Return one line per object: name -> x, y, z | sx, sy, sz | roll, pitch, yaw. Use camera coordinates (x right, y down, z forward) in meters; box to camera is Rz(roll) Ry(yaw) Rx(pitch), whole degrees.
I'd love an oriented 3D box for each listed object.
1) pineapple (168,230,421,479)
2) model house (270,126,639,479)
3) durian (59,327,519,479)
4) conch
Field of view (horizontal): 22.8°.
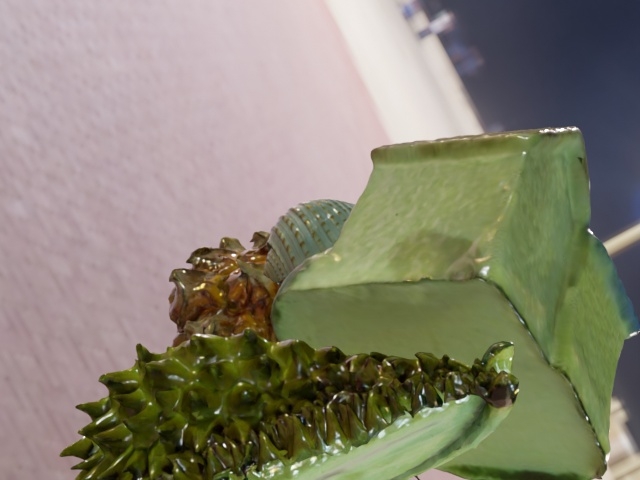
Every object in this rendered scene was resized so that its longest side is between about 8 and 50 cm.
pineapple -> -0.026, 0.063, 1.229 | 0.161, 0.158, 0.334 | 48, 24, -26
model house -> 0.107, 0.033, 1.060 | 0.214, 0.195, 0.189 | 53, 48, -33
durian -> -0.062, 0.124, 0.889 | 0.132, 0.375, 0.107 | 51, 21, -47
conch -> -0.004, -0.002, 1.101 | 0.056, 0.085, 0.076 | 43, -7, 3
